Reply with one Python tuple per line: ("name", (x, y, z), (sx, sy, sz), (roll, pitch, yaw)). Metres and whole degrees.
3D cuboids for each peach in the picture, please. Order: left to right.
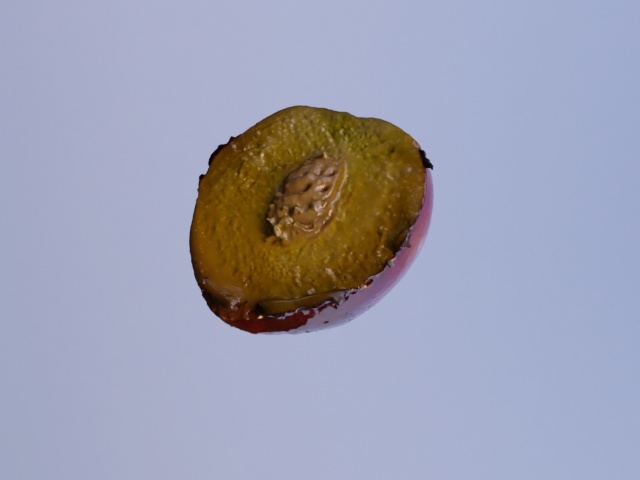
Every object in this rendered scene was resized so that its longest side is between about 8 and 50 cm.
("peach", (0.001, -0.001, 0.482), (0.098, 0.098, 0.061), (58, 5, 34))
